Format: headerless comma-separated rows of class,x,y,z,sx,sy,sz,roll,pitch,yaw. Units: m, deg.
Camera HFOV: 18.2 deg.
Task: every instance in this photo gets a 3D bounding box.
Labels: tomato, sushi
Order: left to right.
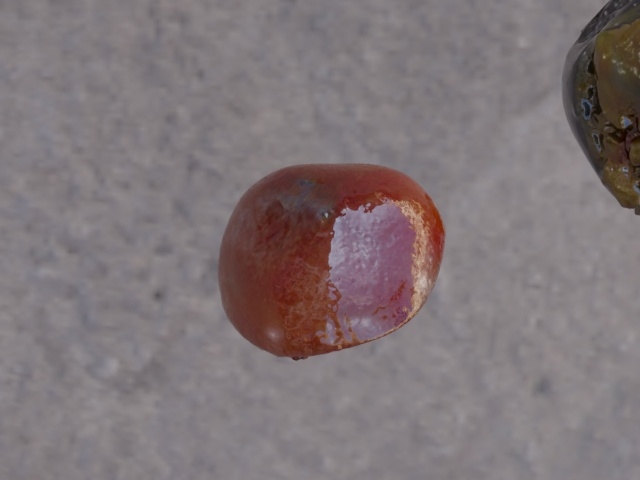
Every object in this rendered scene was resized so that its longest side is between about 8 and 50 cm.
tomato,0.000,0.000,1.283,0.155,0.155,0.069,-51,143,-29
sushi,0.308,-0.120,1.634,0.200,0.213,0.204,44,21,-4
